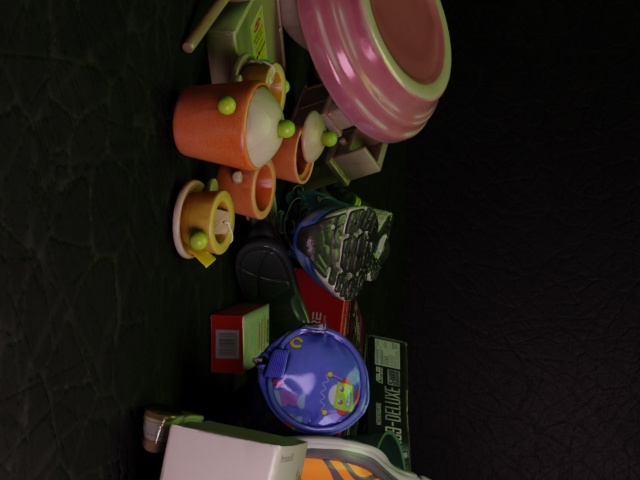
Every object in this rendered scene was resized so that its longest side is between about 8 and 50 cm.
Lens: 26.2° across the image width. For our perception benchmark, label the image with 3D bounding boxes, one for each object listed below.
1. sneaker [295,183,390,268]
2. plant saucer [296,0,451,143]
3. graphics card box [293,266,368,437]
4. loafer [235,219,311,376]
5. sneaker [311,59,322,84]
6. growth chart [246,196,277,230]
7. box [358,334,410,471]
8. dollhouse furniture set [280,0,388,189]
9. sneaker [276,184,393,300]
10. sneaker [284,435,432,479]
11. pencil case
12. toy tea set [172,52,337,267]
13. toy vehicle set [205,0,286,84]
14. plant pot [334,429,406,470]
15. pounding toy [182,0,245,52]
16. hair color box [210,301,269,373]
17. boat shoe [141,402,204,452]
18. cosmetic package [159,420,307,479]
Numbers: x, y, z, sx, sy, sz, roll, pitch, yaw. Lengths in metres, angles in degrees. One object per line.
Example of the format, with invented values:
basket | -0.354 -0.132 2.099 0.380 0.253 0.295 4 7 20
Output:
sneaker | 0.017 0.014 2.195 0.147 0.145 0.385 -57 168 -6
plant saucer | 0.088 -0.305 1.926 0.332 0.084 0.332 29 53 -48
graphics card box | 0.005 0.206 2.089 0.371 0.094 0.233 75 20 -70
loafer | -0.053 0.097 1.812 0.084 0.096 0.268 -86 170 -58
sneaker | 0.028 -0.336 2.283 0.083 0.084 0.215 50 42 -68
growth chart | -0.071 -0.009 1.900 0.172 0.021 0.237 -71 159 -59
box | 0.080 0.352 2.320 0.307 0.076 0.242 -88 -166 -46
dollhouse furniture set | -0.047 -0.291 1.951 0.355 0.173 0.303 51 38 -32
sneaker | 0.000 0.000 1.847 0.330 0.147 0.130 1 103 -80
sneaker | 0.033 0.327 1.499 0.321 0.124 0.180 28 56 -39
pencil case | -0.035 0.185 1.597 0.119 0.133 0.306 -65 -176 -20
toy tea set | -0.054 -0.106 1.545 0.336 0.124 0.200 -47 139 -61
toy vehicle set | -0.089 -0.236 1.730 0.267 0.035 0.166 -73 161 -58
plant pot | -0.006 0.392 1.772 0.293 0.196 0.293 -2 90 -76
pounding toy | -0.077 -0.278 1.453 0.269 0.154 0.155 -20 110 -79
hair color box | -0.097 0.118 1.685 0.141 0.043 0.072 -14 104 -79
boat shoe | -0.152 0.190 1.377 0.135 0.050 0.045 31 73 -77
cosmetic package | -0.105 0.336 1.325 0.160 0.113 0.310 29 72 -79
